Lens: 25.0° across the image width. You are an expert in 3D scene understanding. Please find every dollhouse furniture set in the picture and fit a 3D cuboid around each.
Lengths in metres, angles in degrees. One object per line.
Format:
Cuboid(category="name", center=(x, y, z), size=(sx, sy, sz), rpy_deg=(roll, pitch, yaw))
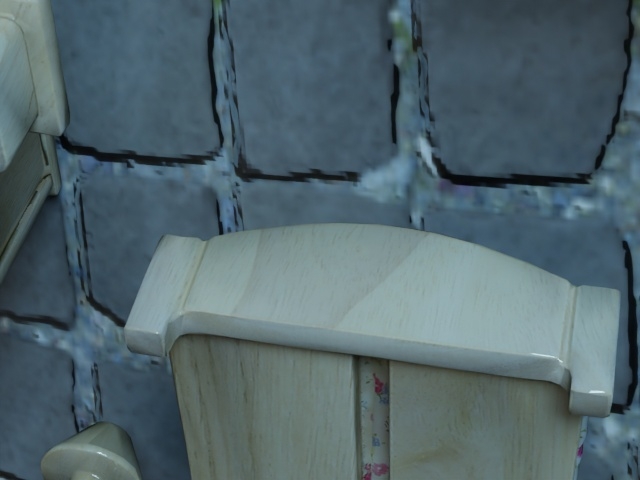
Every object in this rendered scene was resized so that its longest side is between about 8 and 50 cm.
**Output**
Cuboid(category="dollhouse furniture set", center=(0.000, 0.000, 0.488), size=(0.356, 0.173, 0.303), rpy_deg=(8, 136, 9))
